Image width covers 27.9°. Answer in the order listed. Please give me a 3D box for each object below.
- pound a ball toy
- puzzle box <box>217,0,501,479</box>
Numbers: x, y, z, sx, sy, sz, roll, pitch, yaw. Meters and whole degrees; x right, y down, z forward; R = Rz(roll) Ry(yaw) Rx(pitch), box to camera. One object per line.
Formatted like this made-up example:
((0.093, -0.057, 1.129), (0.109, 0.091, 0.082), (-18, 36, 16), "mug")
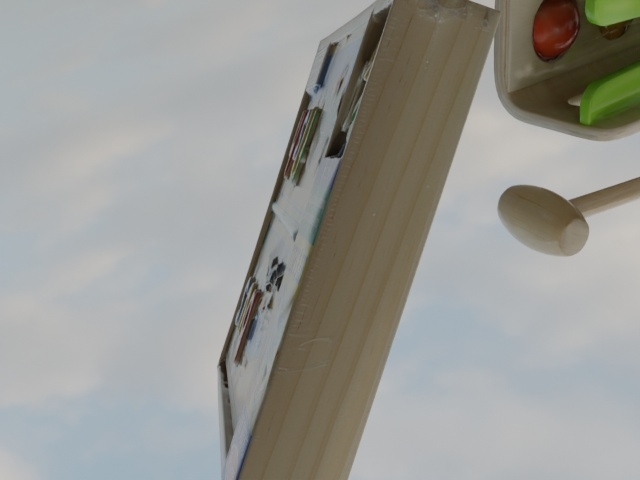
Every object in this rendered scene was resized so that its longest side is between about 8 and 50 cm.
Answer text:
((0.244, -0.141, 1.032), (0.319, 0.208, 0.135), (-24, -147, -35), "pound a ball toy")
((0.000, 0.000, 0.785), (0.052, 0.272, 0.409), (17, -178, -6), "puzzle box")
